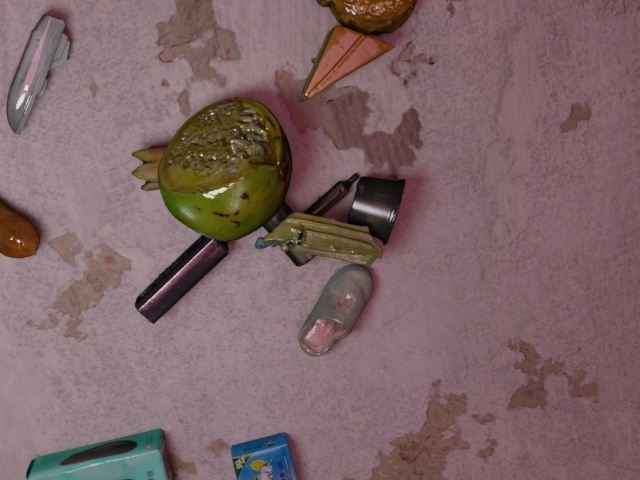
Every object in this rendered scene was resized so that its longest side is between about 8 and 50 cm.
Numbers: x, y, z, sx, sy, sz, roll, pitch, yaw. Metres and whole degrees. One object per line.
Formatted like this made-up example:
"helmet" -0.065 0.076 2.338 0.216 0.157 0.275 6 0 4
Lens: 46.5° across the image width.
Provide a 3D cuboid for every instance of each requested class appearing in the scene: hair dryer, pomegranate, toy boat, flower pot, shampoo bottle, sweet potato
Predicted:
"hair dryer" -0.022 -0.091 1.717 0.248 0.078 0.195 -41 103 -10
"pomegranate" -0.220 -0.133 1.593 0.359 0.309 0.216 -1 144 27
"toy boat" -0.001 -0.006 1.632 0.276 0.111 0.084 8 75 -16
"toy boat" -0.595 -0.345 1.571 0.085 0.078 0.260 20 94 -35
"flower pot" 0.122 -0.078 1.697 0.107 0.157 0.157 17 97 -1
"shampoo bottle" -0.285 0.051 1.676 0.309 0.098 0.071 -44 104 1
"sweet potato" -0.723 -0.058 1.593 0.292 0.097 0.097 35 93 -5

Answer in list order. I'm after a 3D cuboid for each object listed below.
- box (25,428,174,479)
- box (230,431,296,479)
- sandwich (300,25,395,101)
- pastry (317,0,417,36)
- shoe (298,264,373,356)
"box" -0.499 0.582 1.729 0.312 0.118 0.205 -11 100 -7
"box" -0.129 0.581 1.808 0.139 0.073 0.194 -13 102 -7
"sandwich" 0.055 -0.367 1.645 0.144 0.117 0.187 23 95 -9
"pastry" 0.104 -0.566 1.622 0.235 0.132 0.240 -5 94 1
"shoe" 0.038 0.173 1.749 0.103 0.100 0.251 32 96 -12
